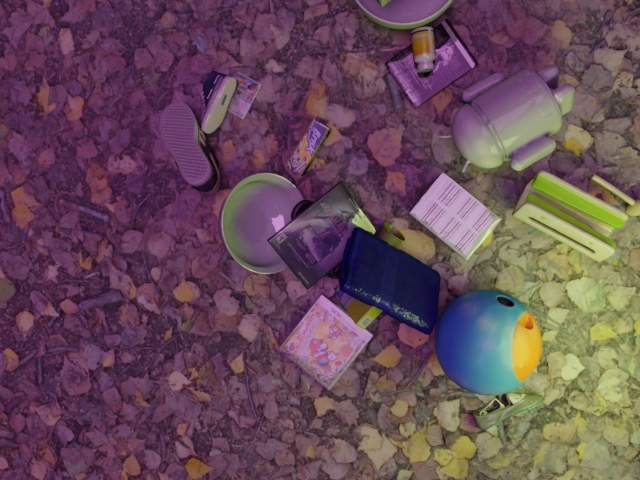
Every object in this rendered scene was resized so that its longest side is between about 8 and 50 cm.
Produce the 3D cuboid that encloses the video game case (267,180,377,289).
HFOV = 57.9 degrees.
[{"bbox_3d":[0.009,-0.013,1.698,0.274,0.026,0.196,-39,110,-3],"label":"video game case"}]

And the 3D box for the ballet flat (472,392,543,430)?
[{"bbox_3d":[0.550,0.489,1.713,0.213,0.072,0.068,-30,85,10],"label":"ballet flat"}]

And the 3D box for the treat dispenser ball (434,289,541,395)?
[{"bbox_3d":[0.459,0.280,1.601,0.287,0.288,0.289,1,94,8],"label":"treat dispenser ball"}]

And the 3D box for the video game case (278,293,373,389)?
[{"bbox_3d":[0.016,0.315,1.800,0.206,0.026,0.227,38,98,4],"label":"video game case"}]

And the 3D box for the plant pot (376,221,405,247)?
[{"bbox_3d":[0.197,0.002,1.733,0.083,0.083,0.079,40,109,4],"label":"plant pot"}]

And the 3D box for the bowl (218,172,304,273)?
[{"bbox_3d":[-0.189,-0.051,1.722,0.297,0.134,0.298,-2,93,-36],"label":"bowl"}]

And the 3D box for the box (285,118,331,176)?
[{"bbox_3d":[-0.035,-0.281,1.754,0.059,0.054,0.169,33,98,5],"label":"box"}]

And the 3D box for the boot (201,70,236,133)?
[{"bbox_3d":[-0.333,-0.425,1.780,0.086,0.069,0.190,26,88,27],"label":"boot"}]

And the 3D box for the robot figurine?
[{"bbox_3d":[0.514,-0.333,1.598,0.353,0.200,0.300,-32,61,9],"label":"robot figurine"}]

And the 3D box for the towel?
[{"bbox_3d":[0.196,0.119,1.643,0.308,0.228,0.076,28,139,-14],"label":"towel"}]

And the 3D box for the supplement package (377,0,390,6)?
[{"bbox_3d":[0.226,-0.781,1.480,0.292,0.177,0.175,-35,89,9],"label":"supplement package"}]

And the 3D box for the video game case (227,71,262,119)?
[{"bbox_3d":[-0.247,-0.449,1.795,0.087,0.011,0.122,30,98,6],"label":"video game case"}]

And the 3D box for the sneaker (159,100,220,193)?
[{"bbox_3d":[-0.400,-0.276,1.782,0.126,0.127,0.321,-24,65,3],"label":"sneaker"}]

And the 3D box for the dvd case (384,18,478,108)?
[{"bbox_3d":[0.325,-0.519,1.705,0.221,0.018,0.165,-34,87,10],"label":"dvd case"}]

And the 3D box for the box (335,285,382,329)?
[{"bbox_3d":[0.119,0.171,1.722,0.109,0.178,0.042,-47,123,8],"label":"box"}]

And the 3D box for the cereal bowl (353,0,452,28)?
[{"bbox_3d":[0.237,-0.763,1.640,0.338,0.141,0.339,1,94,8],"label":"cereal bowl"}]

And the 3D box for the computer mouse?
[{"bbox_3d":[0.000,0.000,1.744,0.262,0.060,0.184,30,95,-20],"label":"computer mouse"}]

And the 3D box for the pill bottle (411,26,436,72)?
[{"bbox_3d":[0.298,-0.547,1.665,0.065,0.065,0.117,-6,91,9],"label":"pill bottle"}]

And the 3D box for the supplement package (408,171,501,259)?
[{"bbox_3d":[0.373,-0.072,1.638,0.203,0.194,0.149,40,99,3],"label":"supplement package"}]

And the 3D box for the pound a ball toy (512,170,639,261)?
[{"bbox_3d":[0.732,-0.083,1.636,0.319,0.136,0.208,29,72,5],"label":"pound a ball toy"}]
